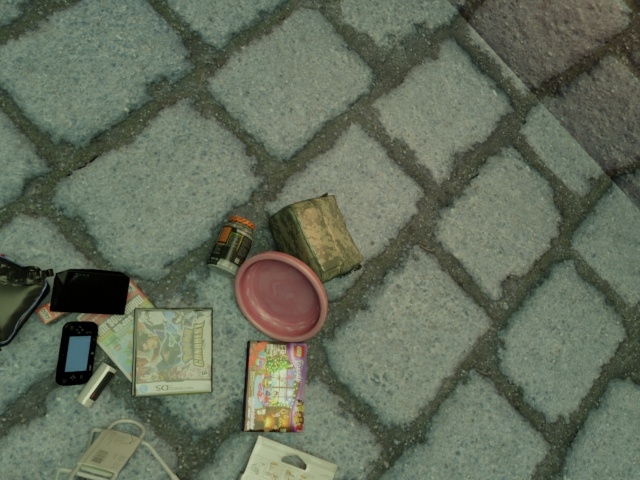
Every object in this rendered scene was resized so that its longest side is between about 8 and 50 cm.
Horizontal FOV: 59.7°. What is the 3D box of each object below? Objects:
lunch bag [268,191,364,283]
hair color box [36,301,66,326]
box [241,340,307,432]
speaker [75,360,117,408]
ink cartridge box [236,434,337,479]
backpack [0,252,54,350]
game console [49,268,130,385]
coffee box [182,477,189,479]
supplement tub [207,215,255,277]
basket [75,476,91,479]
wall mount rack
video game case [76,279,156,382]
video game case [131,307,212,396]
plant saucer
[{"bbox_3d":[0.000,0.000,1.952,0.256,0.212,0.305,-22,87,-35],"label":"lunch bag"},{"bbox_3d":[-0.780,0.196,1.726,0.167,0.093,0.053,-35,88,-22],"label":"hair color box"},{"bbox_3d":[-0.153,0.488,1.868,0.200,0.057,0.294,6,75,-16],"label":"box"},{"bbox_3d":[-0.690,0.444,1.715,0.055,0.055,0.136,35,69,-7],"label":"speaker"},{"bbox_3d":[-0.123,0.802,1.797,0.296,0.066,0.261,25,71,-11],"label":"ink cartridge box"},{"bbox_3d":[-0.963,0.152,1.620,0.263,0.213,0.277,35,63,-15],"label":"backpack"},{"bbox_3d":[-0.712,0.264,1.693,0.213,0.044,0.362,7,96,-31],"label":"game console"},{"bbox_3d":[-0.403,0.869,1.677,0.141,0.098,0.247,27,71,-9],"label":"coffee box"},{"bbox_3d":[-0.300,0.021,1.903,0.117,0.117,0.191,25,71,-10],"label":"supplement tub"},{"bbox_3d":[-0.668,0.779,1.611,0.103,0.113,0.167,8,75,-17],"label":"basket"},{"bbox_3d":[-0.560,0.662,1.585,0.304,0.350,0.131,17,103,0],"label":"wall mount rack"},{"bbox_3d":[-0.607,0.291,1.793,0.204,0.025,0.285,-41,91,-21],"label":"video game case"},{"bbox_3d":[-0.472,0.354,1.787,0.248,0.035,0.275,2,77,-17],"label":"video game case"},{"bbox_3d":[-0.123,0.178,1.845,0.332,0.332,0.084,45,35,-3],"label":"plant saucer"}]
